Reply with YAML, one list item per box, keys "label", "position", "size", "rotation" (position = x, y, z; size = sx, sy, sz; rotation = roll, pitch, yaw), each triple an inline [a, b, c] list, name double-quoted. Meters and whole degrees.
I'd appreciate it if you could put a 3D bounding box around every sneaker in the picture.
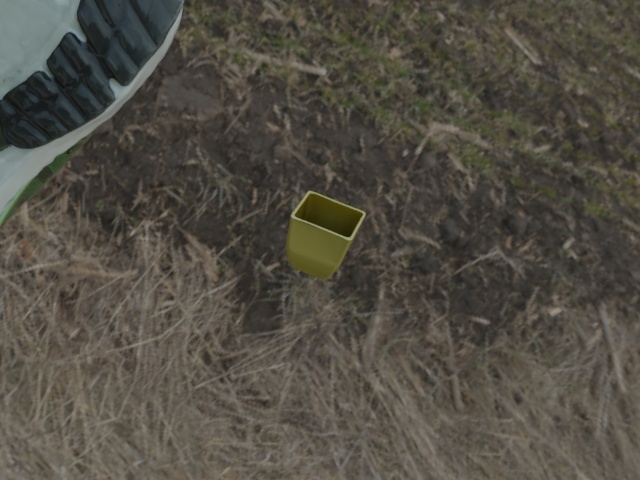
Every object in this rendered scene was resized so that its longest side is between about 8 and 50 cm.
- label: "sneaker"
  position: [-0.213, -0.084, 0.533]
  size: [0.158, 0.410, 0.182]
  rotation: [53, 27, -12]

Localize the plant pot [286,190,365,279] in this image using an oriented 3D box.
- label: "plant pot"
  position: [0.000, 0.000, 1.046]
  size: [0.082, 0.083, 0.081]
  rotation: [22, 31, 6]
